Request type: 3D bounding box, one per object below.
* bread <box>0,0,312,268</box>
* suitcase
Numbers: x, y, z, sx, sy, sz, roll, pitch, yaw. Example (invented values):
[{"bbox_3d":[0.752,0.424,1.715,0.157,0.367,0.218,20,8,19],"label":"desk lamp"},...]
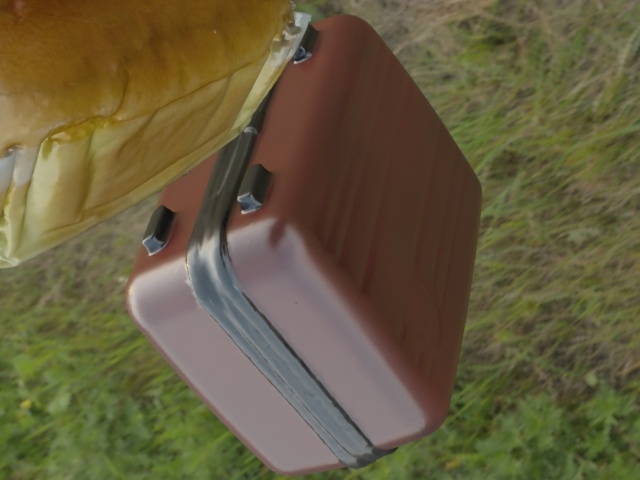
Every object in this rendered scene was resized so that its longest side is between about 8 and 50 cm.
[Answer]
[{"bbox_3d":[-0.119,-0.089,0.635,0.136,0.241,0.107,41,130,13],"label":"bread"},{"bbox_3d":[0.000,0.000,0.980,0.161,0.297,0.236,-22,122,28],"label":"suitcase"}]
